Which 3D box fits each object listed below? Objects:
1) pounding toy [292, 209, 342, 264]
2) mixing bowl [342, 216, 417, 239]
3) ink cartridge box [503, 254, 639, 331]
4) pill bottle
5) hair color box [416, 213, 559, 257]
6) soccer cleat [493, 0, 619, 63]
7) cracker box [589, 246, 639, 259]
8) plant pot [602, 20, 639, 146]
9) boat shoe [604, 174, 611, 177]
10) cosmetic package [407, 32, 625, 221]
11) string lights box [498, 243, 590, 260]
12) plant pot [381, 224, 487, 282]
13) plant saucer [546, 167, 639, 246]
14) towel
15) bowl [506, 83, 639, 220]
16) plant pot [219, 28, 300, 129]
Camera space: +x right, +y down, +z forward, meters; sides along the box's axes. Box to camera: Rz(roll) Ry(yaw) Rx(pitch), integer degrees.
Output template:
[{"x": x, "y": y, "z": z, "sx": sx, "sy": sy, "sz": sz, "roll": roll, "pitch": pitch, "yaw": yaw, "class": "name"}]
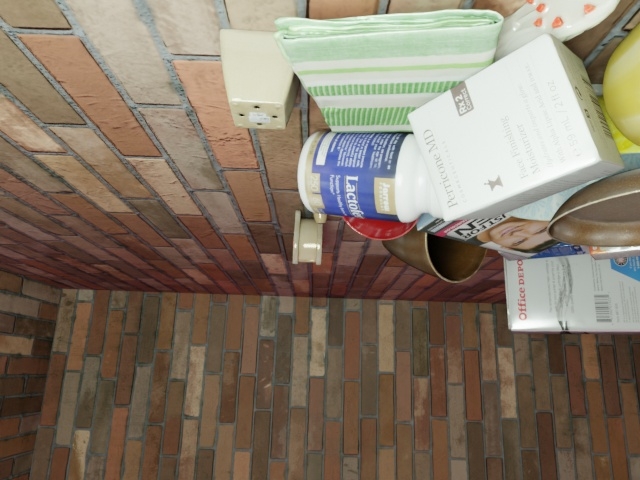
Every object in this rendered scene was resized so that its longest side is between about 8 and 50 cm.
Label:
[{"x": 0.000, "y": 0.000, "z": 1.353, "sx": 0.154, "sy": 0.154, "sz": 0.269, "roll": 2, "pitch": 165, "yaw": -1, "class": "pounding toy"}, {"x": 0.131, "y": -0.103, "z": 0.996, "sx": 0.181, "sy": 0.182, "sz": 0.098, "roll": -7, "pitch": -158, "yaw": 31, "class": "mixing bowl"}, {"x": 0.818, "y": 0.159, "z": 1.589, "sx": 0.394, "sy": 0.286, "sz": 0.166, "roll": -4, "pitch": 164, "yaw": 22, "class": "ink cartridge box"}, {"x": 0.106, "y": -0.112, "z": 0.849, "sx": 0.264, "sy": 0.153, "sz": 0.153, "roll": 7, "pitch": 168, "yaw": 25, "class": "pill bottle"}, {"x": 0.397, "y": -0.073, "z": 1.049, "sx": 0.374, "sy": 0.114, "sz": 0.185, "roll": 11, "pitch": 150, "yaw": -32, "class": "hair color box"}, {"x": 0.261, "y": -0.251, "z": 0.579, "sx": 0.076, "sy": 0.068, "sz": 0.196, "roll": 6, "pitch": 172, "yaw": -33, "class": "soccer cleat"}, {"x": 0.723, "y": -0.050, "z": 1.077, "sx": 0.232, "sy": 0.156, "sz": 0.067, "roll": -11, "pitch": 160, "yaw": 37, "class": "cracker box"}, {"x": 0.430, "y": -0.187, "z": 0.483, "sx": 0.253, "sy": 0.254, "sz": 0.239, "roll": 2, "pitch": 180, "yaw": 0, "class": "plant pot"}, {"x": 0.646, "y": -0.128, "z": 0.855, "sx": 0.301, "sy": 0.098, "sz": 0.109, "roll": 2, "pitch": 141, "yaw": 10, "class": "boat shoe"}, {"x": 0.240, "y": -0.124, "z": 0.602, "sx": 0.183, "sy": 0.152, "sz": 0.151, "roll": -25, "pitch": 168, "yaw": 39, "class": "cosmetic package"}, {"x": 0.670, "y": 0.003, "z": 1.428, "sx": 0.259, "sy": 0.077, "sz": 0.133, "roll": -8, "pitch": 163, "yaw": 32, "class": "string lights box"}, {"x": 0.265, "y": -0.015, "z": 1.235, "sx": 0.215, "sy": 0.216, "sz": 0.230, "roll": 12, "pitch": 177, "yaw": -32, "class": "plant pot"}, {"x": 0.501, "y": -0.050, "z": 0.716, "sx": 0.310, "sy": 0.050, "sz": 0.311, "roll": 2, "pitch": 164, "yaw": 1, "class": "plant saucer"}, {"x": 0.098, "y": -0.212, "z": 0.662, "sx": 0.247, "sy": 0.038, "sz": 0.325, "roll": 3, "pitch": 175, "yaw": 14, "class": "towel"}, {"x": 0.412, "y": -0.146, "z": 0.760, "sx": 0.289, "sy": 0.156, "sz": 0.289, "roll": 1, "pitch": 165, "yaw": 0, "class": "bowl"}, {"x": -0.083, "y": -0.216, "z": 0.678, "sx": 0.108, "sy": 0.096, "sz": 0.109, "roll": 2, "pitch": 164, "yaw": -2, "class": "plant pot"}]
